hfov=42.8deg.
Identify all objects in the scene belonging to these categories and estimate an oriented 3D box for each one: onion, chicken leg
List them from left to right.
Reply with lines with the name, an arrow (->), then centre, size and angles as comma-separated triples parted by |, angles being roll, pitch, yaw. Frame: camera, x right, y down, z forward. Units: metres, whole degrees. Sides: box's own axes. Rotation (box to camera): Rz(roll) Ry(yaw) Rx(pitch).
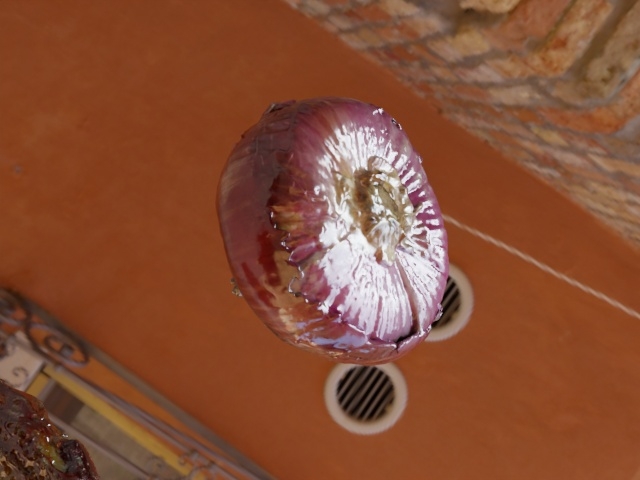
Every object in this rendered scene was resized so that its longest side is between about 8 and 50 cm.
chicken leg -> -0.219, 0.146, 0.542 | 0.105, 0.234, 0.063 | -55, 166, 4
onion -> 0.000, 0.000, 0.664 | 0.163, 0.230, 0.230 | -26, -157, 43
